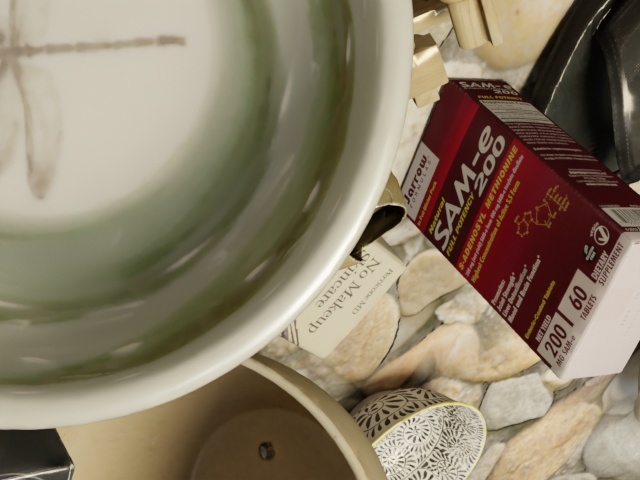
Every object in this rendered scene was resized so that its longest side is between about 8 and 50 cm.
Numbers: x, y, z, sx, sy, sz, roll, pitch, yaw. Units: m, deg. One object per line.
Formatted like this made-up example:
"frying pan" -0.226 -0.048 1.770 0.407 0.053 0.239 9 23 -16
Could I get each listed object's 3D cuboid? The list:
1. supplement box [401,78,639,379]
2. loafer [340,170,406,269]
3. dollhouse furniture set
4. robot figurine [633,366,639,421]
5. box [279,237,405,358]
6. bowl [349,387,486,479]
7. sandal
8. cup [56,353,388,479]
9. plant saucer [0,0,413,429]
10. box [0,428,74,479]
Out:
"supplement box" 0.168 -0.016 0.973 0.073 0.239 0.130 -1 125 -35
"loafer" 0.000 0.000 0.863 0.148 0.050 0.056 -42 138 -4
"dollhouse furniture set" 0.034 -0.171 0.835 0.151 0.144 0.123 -23 133 1
"robot figurine" 0.467 0.114 1.338 0.299 0.200 0.354 -15 132 -26
"box" -0.060 -0.017 0.911 0.113 0.094 0.275 -49 138 7
"bowl" 0.073 0.201 1.208 0.170 0.080 0.170 -20 135 -22
"sandal" 0.296 -0.174 1.034 0.167 0.107 0.446 0 124 -37
"cup" -0.072 0.233 0.991 0.331 0.331 0.237 -52 166 13
"plant saucer" -0.153 -0.105 0.660 0.400 0.100 0.401 0 94 -3
"box" -0.276 0.109 0.724 0.165 0.270 0.143 -7 128 -33
